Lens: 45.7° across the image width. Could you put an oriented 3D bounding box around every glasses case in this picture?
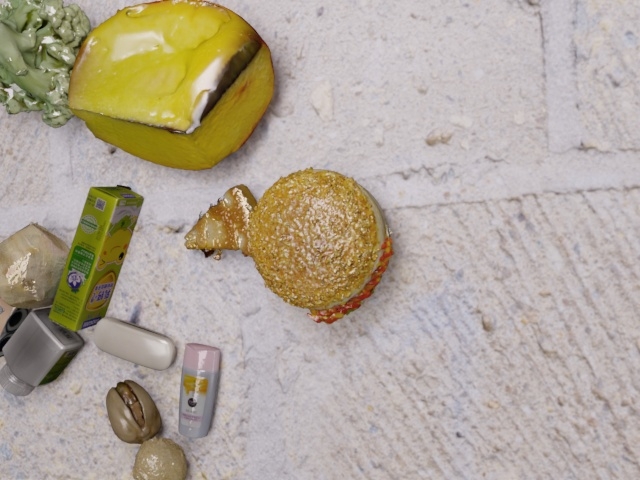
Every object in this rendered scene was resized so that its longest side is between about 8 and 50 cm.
[{"bbox_3d":[-0.416,0.230,1.695,0.204,0.051,0.081,18,100,16],"label":"glasses case"}]

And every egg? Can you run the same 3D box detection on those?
[{"bbox_3d":[-0.350,0.496,1.657,0.118,0.116,0.140,-20,117,-2],"label":"egg"}]

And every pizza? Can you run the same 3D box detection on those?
[{"bbox_3d":[-0.203,-0.019,1.605,0.194,0.069,0.154,-21,87,24],"label":"pizza"}]

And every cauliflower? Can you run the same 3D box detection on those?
[{"bbox_3d":[-0.605,-0.403,1.608,0.260,0.281,0.327,-26,91,-10],"label":"cauliflower"}]

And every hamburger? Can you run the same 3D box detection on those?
[{"bbox_3d":[0.000,0.000,1.480,0.276,0.179,0.294,-45,80,16],"label":"hamburger"}]

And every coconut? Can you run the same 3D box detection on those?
[{"bbox_3d":[-0.643,0.065,1.687,0.194,0.194,0.194,1,94,18],"label":"coconut"}]

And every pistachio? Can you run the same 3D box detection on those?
[{"bbox_3d":[-0.417,0.381,1.684,0.113,0.113,0.149,-34,68,17],"label":"pistachio"}]

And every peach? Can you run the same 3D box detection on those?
[{"bbox_3d":[-0.272,-0.313,1.520,0.380,0.242,0.306,7,78,19],"label":"peach"}]

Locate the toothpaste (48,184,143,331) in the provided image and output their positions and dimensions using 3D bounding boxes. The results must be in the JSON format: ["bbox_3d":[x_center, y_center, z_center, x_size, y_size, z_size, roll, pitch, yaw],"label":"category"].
[{"bbox_3d":[-0.495,0.036,1.678,0.077,0.110,0.327,23,100,13],"label":"toothpaste"}]

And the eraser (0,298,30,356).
[{"bbox_3d":[-0.845,0.144,1.810,0.290,0.087,0.171,32,101,13],"label":"eraser"}]

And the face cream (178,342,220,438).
[{"bbox_3d":[-0.266,0.326,1.650,0.084,0.057,0.198,8,96,17],"label":"face cream"}]

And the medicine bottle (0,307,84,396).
[{"bbox_3d":[-0.658,0.266,1.756,0.132,0.088,0.188,44,105,11],"label":"medicine bottle"}]
